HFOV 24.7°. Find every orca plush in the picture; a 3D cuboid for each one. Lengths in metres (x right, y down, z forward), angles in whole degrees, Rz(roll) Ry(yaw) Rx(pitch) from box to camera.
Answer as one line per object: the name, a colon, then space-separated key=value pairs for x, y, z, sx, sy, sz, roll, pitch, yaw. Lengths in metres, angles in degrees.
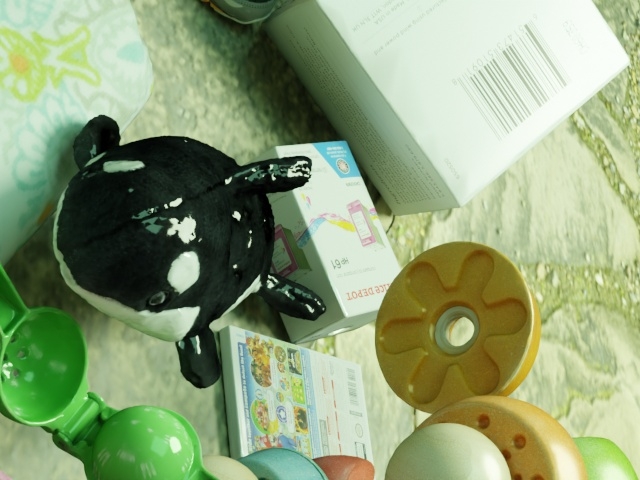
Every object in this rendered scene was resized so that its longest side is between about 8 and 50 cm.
orca plush: x=-0.040 y=-0.001 z=0.790 sx=0.287 sy=0.102 sz=0.151 roll=40 pitch=28 yaw=-65

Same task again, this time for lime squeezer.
lime squeezer: x=-0.091 y=0.074 z=0.681 sx=0.310 sy=0.110 sz=0.059 roll=45 pitch=40 yaw=-11

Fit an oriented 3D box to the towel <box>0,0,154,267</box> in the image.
towel: x=-0.239 y=-0.151 z=0.696 sx=0.374 sy=0.090 sz=0.320 roll=61 pitch=35 yaw=-21

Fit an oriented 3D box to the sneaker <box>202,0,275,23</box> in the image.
sneaker: x=-0.064 y=-0.253 z=1.000 sx=0.084 sy=0.083 sz=0.214 roll=-40 pitch=121 yaw=-48

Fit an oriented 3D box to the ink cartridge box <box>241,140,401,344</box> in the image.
ink cartridge box: x=0.000 y=0.000 z=0.973 sx=0.088 sy=0.052 sz=0.122 roll=-11 pitch=77 yaw=-56

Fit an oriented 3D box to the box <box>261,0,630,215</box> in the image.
box: x=0.089 y=-0.142 z=1.057 sx=0.181 sy=0.119 sz=0.182 roll=-40 pitch=101 yaw=-18

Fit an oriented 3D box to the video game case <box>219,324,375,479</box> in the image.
video game case: x=-0.013 y=0.107 z=0.921 sx=0.122 sy=0.011 sz=0.087 roll=21 pitch=52 yaw=-43

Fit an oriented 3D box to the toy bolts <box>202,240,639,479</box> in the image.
toy bolts: x=0.021 y=0.105 z=0.779 sx=0.158 sy=0.228 sz=0.218 roll=27 pitch=42 yaw=-53

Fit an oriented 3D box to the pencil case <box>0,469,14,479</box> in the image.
pencil case: x=-0.055 y=0.238 z=0.657 sx=0.386 sy=0.160 sz=0.167 roll=35 pitch=18 yaw=-33
